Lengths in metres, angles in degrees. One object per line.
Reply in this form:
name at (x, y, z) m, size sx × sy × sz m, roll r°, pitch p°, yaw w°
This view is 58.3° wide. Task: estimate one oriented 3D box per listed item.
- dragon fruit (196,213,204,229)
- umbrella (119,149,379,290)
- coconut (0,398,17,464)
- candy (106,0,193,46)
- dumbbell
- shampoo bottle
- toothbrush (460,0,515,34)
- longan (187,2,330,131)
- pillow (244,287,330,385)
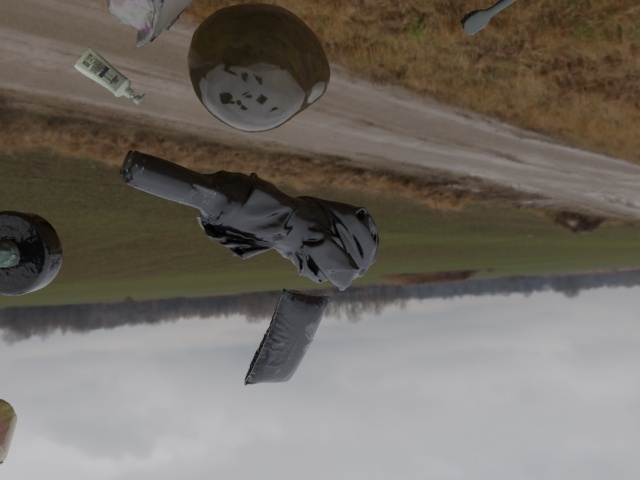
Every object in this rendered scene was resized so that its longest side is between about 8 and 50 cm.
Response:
dragon fruit at (-0.264, -0.050, 1.404) m, size 0.056 × 0.060 × 0.083 m, roll -36°, pitch -166°, yaw -24°
umbrella at (-0.061, -0.028, 0.649) m, size 0.118 × 0.118 × 0.340 m, roll -8°, pitch 158°, yaw 44°
coconut at (-0.730, 0.418, 1.210) m, size 0.147 × 0.152 × 0.147 m, roll -3°, pitch 137°, yaw -3°
candy at (-0.336, -0.521, 1.153) m, size 0.137 × 0.184 × 0.195 m, roll 37°, pitch 159°, yaw -12°
dumbbell at (-0.357, 0.019, 0.584) m, size 0.100 × 0.100 × 0.191 m, roll -4°, pitch -177°, yaw 4°
shampoo bottle at (-0.392, -0.301, 1.075) m, size 0.141 × 0.049 × 0.034 m, roll 38°, pitch 173°, yaw 1°
toothbrush at (0.344, -0.409, 0.863) m, size 0.297 × 0.030 × 0.030 m, roll -32°, pitch 125°, yaw 14°
longan at (-0.172, -0.476, 1.592) m, size 0.405 × 0.404 × 0.336 m, roll -1°, pitch 132°, yaw -25°
pillow at (-0.065, 0.194, 1.132) m, size 0.055 × 0.208 × 0.141 m, roll 33°, pitch -167°, yaw 37°
